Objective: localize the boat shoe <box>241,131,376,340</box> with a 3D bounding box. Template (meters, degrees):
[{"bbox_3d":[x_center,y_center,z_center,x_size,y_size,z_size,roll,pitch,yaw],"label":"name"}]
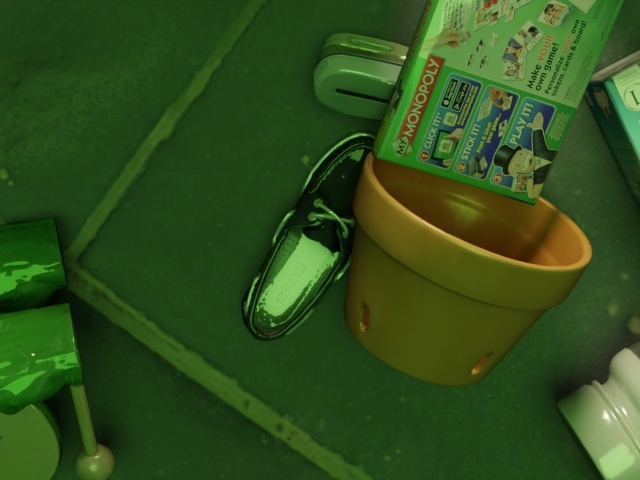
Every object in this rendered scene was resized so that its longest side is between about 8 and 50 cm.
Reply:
[{"bbox_3d":[0.000,0.000,1.388,0.114,0.091,0.303,27,97,-5],"label":"boat shoe"}]

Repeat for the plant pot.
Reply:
[{"bbox_3d":[0.154,0.039,1.319,0.290,0.291,0.203,21,115,-4],"label":"plant pot"}]

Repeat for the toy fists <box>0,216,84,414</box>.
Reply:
[{"bbox_3d":[-0.380,0.090,1.331,0.142,0.279,0.096,-11,141,-11],"label":"toy fists"}]

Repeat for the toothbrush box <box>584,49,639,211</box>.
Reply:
[{"bbox_3d":[0.497,-0.119,1.360,0.216,0.126,0.296,-28,97,3],"label":"toothbrush box"}]

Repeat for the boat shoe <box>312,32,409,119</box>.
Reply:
[{"bbox_3d":[0.139,-0.194,1.359,0.302,0.109,0.094,15,54,-13],"label":"boat shoe"}]

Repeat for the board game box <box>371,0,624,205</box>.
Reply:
[{"bbox_3d":[0.214,-0.217,1.262,0.213,0.046,0.317,16,109,-13],"label":"board game box"}]

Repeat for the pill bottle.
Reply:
[{"bbox_3d":[0.498,0.192,1.367,0.361,0.204,0.204,-31,98,3],"label":"pill bottle"}]

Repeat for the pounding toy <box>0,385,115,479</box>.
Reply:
[{"bbox_3d":[-0.382,0.227,1.406,0.236,0.110,0.183,-1,118,12],"label":"pounding toy"}]
